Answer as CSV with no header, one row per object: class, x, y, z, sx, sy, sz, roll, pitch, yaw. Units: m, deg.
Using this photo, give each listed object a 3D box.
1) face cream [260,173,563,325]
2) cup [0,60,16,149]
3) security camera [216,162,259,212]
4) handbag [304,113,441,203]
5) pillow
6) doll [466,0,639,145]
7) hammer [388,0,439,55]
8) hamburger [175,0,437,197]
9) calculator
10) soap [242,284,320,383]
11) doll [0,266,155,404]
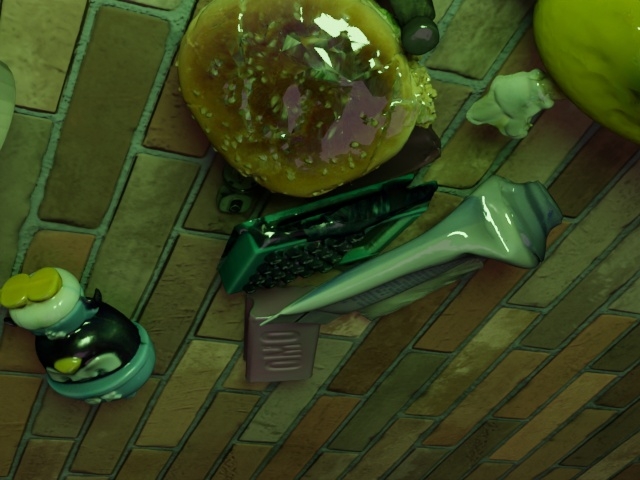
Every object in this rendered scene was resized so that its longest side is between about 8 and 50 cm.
face cream,0.139,0.038,1.353,0.420,0.137,0.235,-27,167,19
cup,-0.460,-0.146,0.949,0.273,0.288,0.208,31,90,-45
security camera,-0.112,-0.066,1.311,0.058,0.058,0.092,-1,150,-11
handbag,0.024,-0.145,1.218,0.203,0.074,0.216,-29,137,23
pillow,0.135,0.057,1.518,0.229,0.051,0.128,-27,135,24
doll,0.291,-0.240,1.016,0.348,0.161,0.423,3,132,30
hammer,-0.012,-0.367,0.885,0.044,0.168,0.440,-27,131,19
hamburger,-0.015,-0.167,1.052,0.286,0.146,0.243,15,112,1
calculator,0.000,0.000,1.300,0.274,0.058,0.248,-15,167,-20
soap,-0.065,0.157,1.588,0.122,0.065,0.203,-3,142,-8
doll,-0.363,0.158,1.464,0.177,0.141,0.314,-14,139,15
